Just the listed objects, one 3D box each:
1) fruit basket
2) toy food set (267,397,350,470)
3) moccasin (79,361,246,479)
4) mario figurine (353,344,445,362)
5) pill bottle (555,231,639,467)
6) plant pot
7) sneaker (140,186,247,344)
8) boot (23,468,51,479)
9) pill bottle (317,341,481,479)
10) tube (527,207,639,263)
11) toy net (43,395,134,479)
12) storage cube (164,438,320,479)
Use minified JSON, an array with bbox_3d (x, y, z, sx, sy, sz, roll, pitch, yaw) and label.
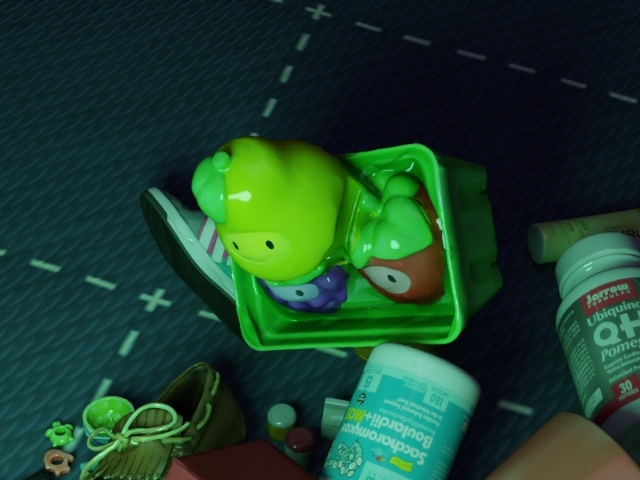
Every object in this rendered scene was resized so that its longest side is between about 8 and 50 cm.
[{"bbox_3d":[0.000,0.000,1.913,0.392,0.392,0.283,-9,93,-13],"label":"fruit basket"},{"bbox_3d":[0.042,0.247,1.984,0.232,0.104,0.111,10,47,5],"label":"toy food set"},{"bbox_3d":[-0.204,0.255,1.839,0.139,0.147,0.380,-12,15,31],"label":"moccasin"},{"bbox_3d":[0.128,0.022,2.159,0.198,0.170,0.320,11,49,8],"label":"mario figurine"},{"bbox_3d":[0.418,0.147,2.058,0.176,0.176,0.318,-5,48,-9],"label":"pill bottle"},{"bbox_3d":[0.260,0.374,1.795,0.243,0.275,0.275,-30,55,-14],"label":"plant pot"},{"bbox_3d":[-0.112,-0.001,2.185,0.178,0.124,0.295,-33,65,-23],"label":"sneaker"},{"bbox_3d":[-0.389,0.317,1.928,0.099,0.045,0.121,-23,60,-21],"label":"boot"},{"bbox_3d":[0.084,0.267,1.844,0.146,0.146,0.264,20,76,13],"label":"pill bottle"},{"bbox_3d":[0.429,-0.011,2.288,0.240,0.062,0.070,-6,89,-17],"label":"tube"},{"bbox_3d":[-0.287,0.294,1.933,0.122,0.045,0.232,-6,39,-9],"label":"toy net"},{"bbox_3d":[-0.080,0.357,1.710,0.193,0.183,0.215,34,18,26],"label":"storage cube"}]
